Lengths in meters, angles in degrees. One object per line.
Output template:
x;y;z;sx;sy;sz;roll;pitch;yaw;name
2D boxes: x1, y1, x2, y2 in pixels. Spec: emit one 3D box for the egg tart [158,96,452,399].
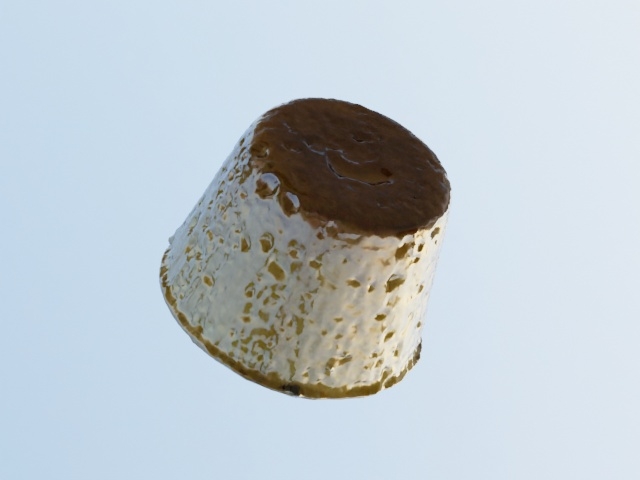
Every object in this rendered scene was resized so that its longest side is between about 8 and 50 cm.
0.000;0.000;1.242;0.203;0.147;0.202;14;-141;-12;egg tart
